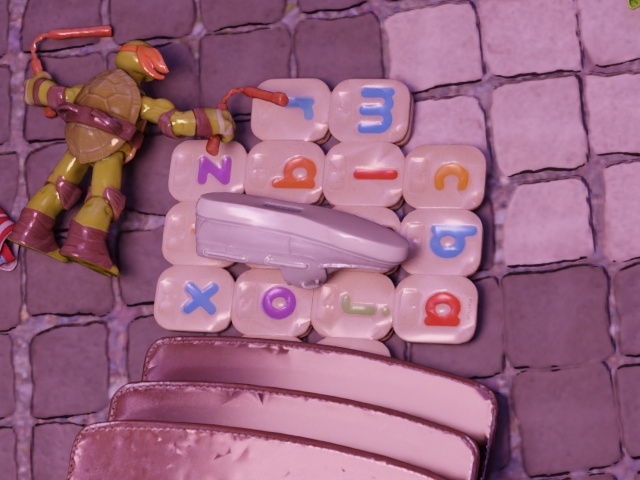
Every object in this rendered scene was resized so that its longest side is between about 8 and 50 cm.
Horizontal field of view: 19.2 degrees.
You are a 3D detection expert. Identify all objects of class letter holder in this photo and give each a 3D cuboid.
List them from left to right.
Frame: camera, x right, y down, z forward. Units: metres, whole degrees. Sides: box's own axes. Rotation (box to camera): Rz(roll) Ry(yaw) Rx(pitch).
[{"bbox_3d":[-0.028,0.180,1.470,0.301,0.152,0.215,7,82,14],"label":"letter holder"}]

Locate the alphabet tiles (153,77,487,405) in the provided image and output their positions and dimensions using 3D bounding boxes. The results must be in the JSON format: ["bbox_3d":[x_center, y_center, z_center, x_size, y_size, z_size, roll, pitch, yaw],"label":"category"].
[{"bbox_3d":[0.000,0.000,1.595,0.277,0.021,0.284,1,75,15],"label":"alphabet tiles"}]

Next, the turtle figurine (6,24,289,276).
[{"bbox_3d":[-0.173,-0.083,1.610,0.269,0.087,0.217,16,80,25],"label":"turtle figurine"}]

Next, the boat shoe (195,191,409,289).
[{"bbox_3d":[-0.019,0.007,1.557,0.184,0.066,0.063,10,105,10],"label":"boat shoe"}]

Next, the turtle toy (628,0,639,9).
[{"bbox_3d":[0.300,-0.239,1.574,0.095,0.066,0.130,41,86,19],"label":"turtle toy"}]

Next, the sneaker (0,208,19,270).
[{"bbox_3d":[-0.309,0.022,1.645,0.067,0.042,0.118,33,81,22],"label":"sneaker"}]
